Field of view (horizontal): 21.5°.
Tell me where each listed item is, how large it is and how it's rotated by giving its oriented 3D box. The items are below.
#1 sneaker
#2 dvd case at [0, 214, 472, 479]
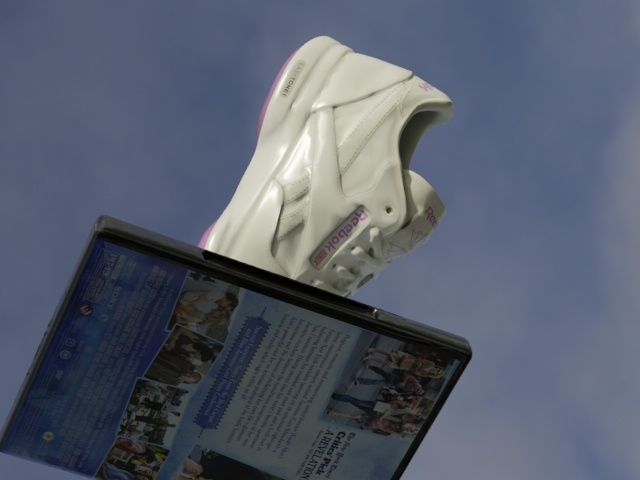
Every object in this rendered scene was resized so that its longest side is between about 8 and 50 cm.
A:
[{"bbox_3d":[0.000,0.000,1.219,0.114,0.152,0.305,62,-132,-72],"label":"sneaker"},{"bbox_3d":[-0.054,0.097,1.062,0.253,0.022,0.180,19,-63,-16],"label":"dvd case"}]
